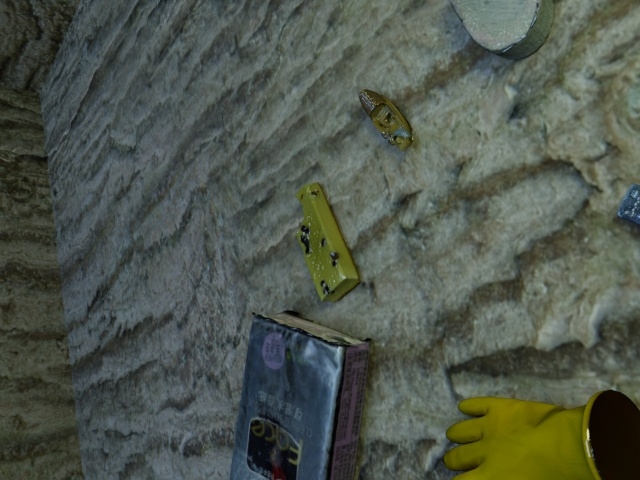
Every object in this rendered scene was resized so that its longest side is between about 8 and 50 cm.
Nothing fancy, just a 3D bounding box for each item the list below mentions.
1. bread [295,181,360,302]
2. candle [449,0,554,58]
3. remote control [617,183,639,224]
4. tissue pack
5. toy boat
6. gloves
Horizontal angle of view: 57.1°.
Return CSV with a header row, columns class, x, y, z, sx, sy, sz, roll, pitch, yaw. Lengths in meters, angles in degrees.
class,x,y,z,sx,sy,sz,roll,pitch,yaw
bread,0.000,0.000,1.115,0.088,0.049,0.226,-47,54,37
candle,0.254,-0.355,0.827,0.168,0.068,0.192,23,104,44
remote control,0.411,-0.017,0.657,0.152,0.027,0.044,38,122,46
tissue pack,-0.040,0.330,1.089,0.259,0.122,0.362,13,95,46
toy boat,0.112,-0.204,0.997,0.047,0.048,0.149,-53,51,32
gloves,0.263,0.272,0.772,0.294,0.116,0.133,-32,33,53
